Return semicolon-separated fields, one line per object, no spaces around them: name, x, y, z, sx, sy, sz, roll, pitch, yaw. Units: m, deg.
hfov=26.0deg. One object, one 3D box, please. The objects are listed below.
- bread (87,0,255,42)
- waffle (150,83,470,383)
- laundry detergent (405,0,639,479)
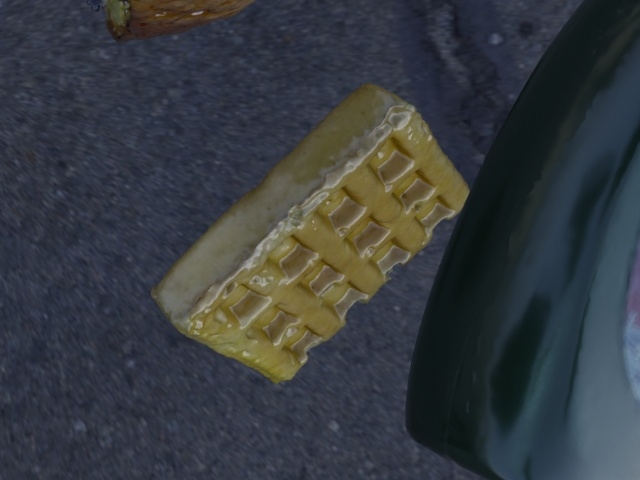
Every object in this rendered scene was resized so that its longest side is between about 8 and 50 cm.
bread;-0.092;-0.220;0.996;0.134;0.260;0.129;-5;89;-16
waffle;0.000;0.000;1.129;0.248;0.221;0.055;-44;64;2
laundry detergent;0.108;-0.025;0.361;0.137;0.063;0.211;29;84;-39
